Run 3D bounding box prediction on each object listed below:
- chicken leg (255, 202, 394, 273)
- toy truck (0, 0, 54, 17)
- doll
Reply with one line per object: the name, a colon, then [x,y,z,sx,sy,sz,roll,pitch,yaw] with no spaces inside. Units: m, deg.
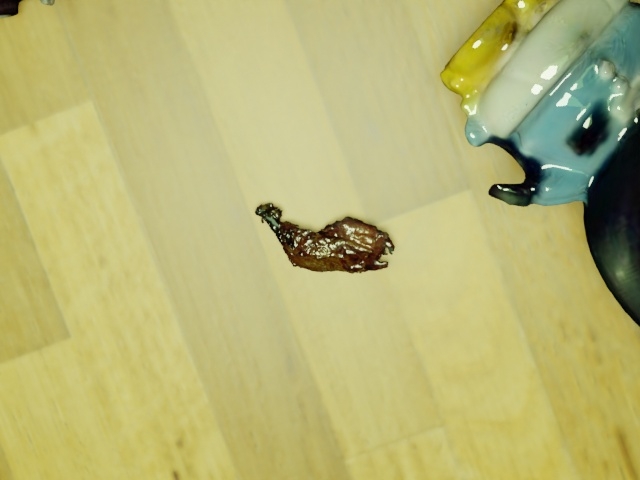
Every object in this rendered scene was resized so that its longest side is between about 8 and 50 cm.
chicken leg: [0.001,0.002,0.973,0.083,0.021,0.036,10,105,5]
toy truck: [-0.261,-0.164,0.913,0.242,0.125,0.101,-6,94,1]
doll: [0.212,-0.022,0.907,0.314,0.141,0.177,40,79,2]
